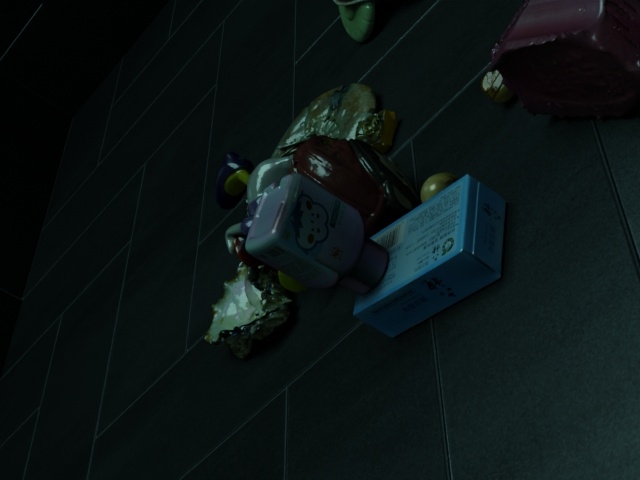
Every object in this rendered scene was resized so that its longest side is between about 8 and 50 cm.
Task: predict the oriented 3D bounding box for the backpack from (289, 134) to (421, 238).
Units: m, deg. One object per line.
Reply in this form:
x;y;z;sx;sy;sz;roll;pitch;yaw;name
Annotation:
0.047;-0.080;1.862;0.139;0.229;0.229;-56;24;13;backpack

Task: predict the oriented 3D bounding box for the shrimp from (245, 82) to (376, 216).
-0.021;-0.152;2.263;0.360;0.085;0.247;-43;34;22;shrimp

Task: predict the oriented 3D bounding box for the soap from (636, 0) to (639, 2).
0.413;-0.405;1.504;0.160;0.257;0.080;-59;24;-3;soap

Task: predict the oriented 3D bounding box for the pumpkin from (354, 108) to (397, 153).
0.093;-0.187;2.103;0.083;0.054;0.074;-21;47;46;pumpkin

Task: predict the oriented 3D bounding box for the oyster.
-0.126;0.110;2.130;0.198;0.092;0.259;-63;16;-12;oyster

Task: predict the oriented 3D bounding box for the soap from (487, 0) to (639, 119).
0.344;-0.248;1.549;0.289;0.182;0.112;7;66;59;soap

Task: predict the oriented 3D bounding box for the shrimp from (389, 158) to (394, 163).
0.096;-0.115;2.052;0.108;0.023;0.059;16;85;65;shrimp

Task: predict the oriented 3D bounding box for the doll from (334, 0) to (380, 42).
0.110;-0.567;2.410;0.284;0.216;0.268;126;136;-51;doll

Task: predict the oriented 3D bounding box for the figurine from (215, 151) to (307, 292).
-0.060;-0.036;2.045;0.193;0.154;0.421;-58;33;20;figurine

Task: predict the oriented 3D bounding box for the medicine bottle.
0.000;0.000;1.689;0.094;0.188;0.119;-25;41;52;medicine bottle

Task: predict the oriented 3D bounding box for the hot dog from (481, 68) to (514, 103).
0.308;-0.285;1.822;0.165;0.045;0.071;-55;23;7;hot dog

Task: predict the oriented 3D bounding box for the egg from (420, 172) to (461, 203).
0.182;-0.066;1.754;0.071;0.083;0.071;-13;70;39;egg

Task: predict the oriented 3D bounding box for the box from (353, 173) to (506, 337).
0.154;0.026;1.698;0.232;0.083;0.142;-33;33;41;box
